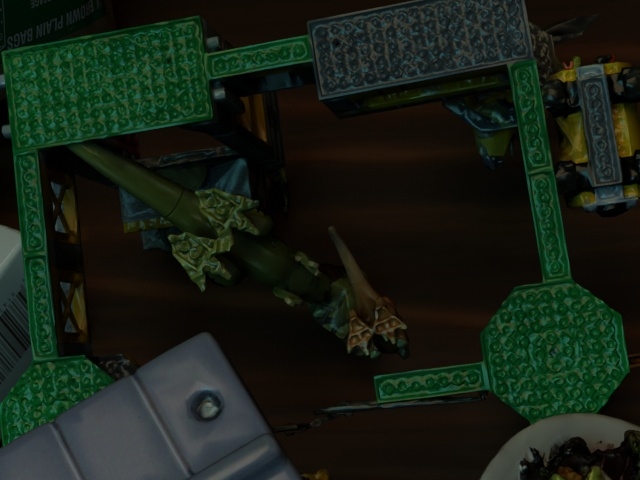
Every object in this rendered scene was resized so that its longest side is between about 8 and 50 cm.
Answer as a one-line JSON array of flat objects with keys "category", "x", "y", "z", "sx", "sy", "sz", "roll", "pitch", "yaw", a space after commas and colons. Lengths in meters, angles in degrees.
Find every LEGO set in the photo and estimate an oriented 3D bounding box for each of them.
[{"category": "LEGO set", "x": 0.000, "y": 0.000, "z": 0.691, "sx": 0.331, "sy": 0.192, "sz": 0.255, "roll": -17, "pitch": 83, "yaw": 9}]

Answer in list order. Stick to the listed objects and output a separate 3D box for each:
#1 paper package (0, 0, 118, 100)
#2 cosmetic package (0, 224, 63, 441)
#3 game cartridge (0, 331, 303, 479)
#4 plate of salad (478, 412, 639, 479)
[{"category": "paper package", "x": -0.326, "y": -0.163, "z": 0.788, "sx": 0.309, "sy": 0.168, "sz": 0.325, "roll": 15, "pitch": 31, "yaw": 24}, {"category": "cosmetic package", "x": -0.346, "y": 0.119, "z": 0.725, "sx": 0.284, "sy": 0.097, "sz": 0.377, "roll": 23, "pitch": 65, "yaw": 27}, {"category": "game cartridge", "x": -0.052, "y": 0.225, "z": 0.473, "sx": 0.230, "sy": 0.068, "sz": 0.355, "roll": -28, "pitch": 60, "yaw": -12}, {"category": "plate of salad", "x": 0.132, "y": 0.155, "z": 0.514, "sx": 0.048, "sy": 0.200, "sz": 0.200, "roll": -37, "pitch": 39, "yaw": 44}]
